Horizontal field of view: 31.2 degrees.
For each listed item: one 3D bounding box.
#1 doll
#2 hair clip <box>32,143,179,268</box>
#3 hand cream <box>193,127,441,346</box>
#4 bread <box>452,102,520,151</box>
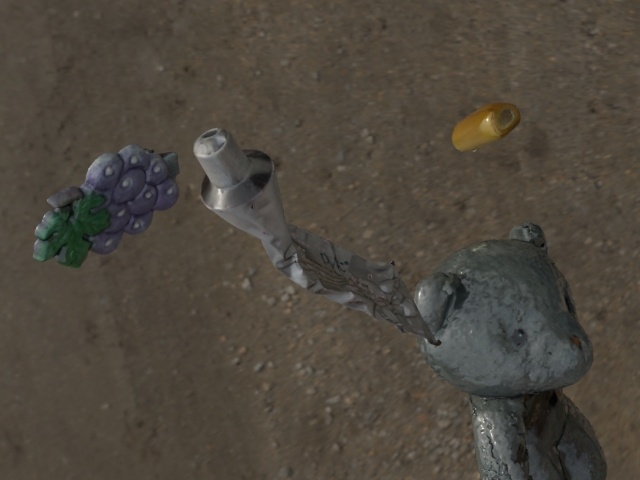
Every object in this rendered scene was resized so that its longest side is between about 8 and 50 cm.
[{"bbox_3d":[0.224,0.145,1.152,0.158,0.246,0.340,-16,106,43],"label":"doll"},{"bbox_3d":[-0.222,-0.044,1.184,0.052,0.195,0.124,28,138,29],"label":"hair clip"},{"bbox_3d":[-0.003,0.002,0.780,0.050,0.257,0.084,-40,48,11],"label":"hand cream"},{"bbox_3d":[0.230,-0.161,1.592,0.049,0.062,0.103,52,157,-8],"label":"bread"}]
